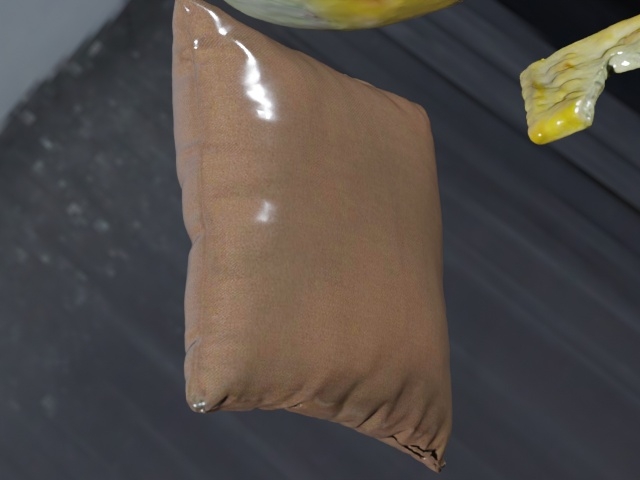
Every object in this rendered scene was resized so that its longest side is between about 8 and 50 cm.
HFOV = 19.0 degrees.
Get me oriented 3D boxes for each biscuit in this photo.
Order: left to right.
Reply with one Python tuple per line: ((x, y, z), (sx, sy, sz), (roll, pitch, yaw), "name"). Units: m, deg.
((0.297, -0.176, 2.019), (0.183, 0.039, 0.174), (-25, -157, 11), "biscuit")

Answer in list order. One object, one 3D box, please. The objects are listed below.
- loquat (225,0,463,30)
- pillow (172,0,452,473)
((0.031, -0.187, 0.899), (0.227, 0.179, 0.179), (-24, 174, 31), "loquat")
((0.000, 0.000, 1.406), (0.108, 0.305, 0.308), (-17, 157, 33), "pillow")
